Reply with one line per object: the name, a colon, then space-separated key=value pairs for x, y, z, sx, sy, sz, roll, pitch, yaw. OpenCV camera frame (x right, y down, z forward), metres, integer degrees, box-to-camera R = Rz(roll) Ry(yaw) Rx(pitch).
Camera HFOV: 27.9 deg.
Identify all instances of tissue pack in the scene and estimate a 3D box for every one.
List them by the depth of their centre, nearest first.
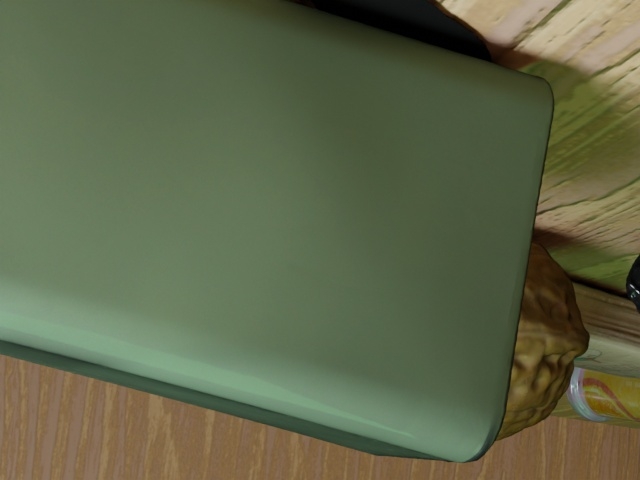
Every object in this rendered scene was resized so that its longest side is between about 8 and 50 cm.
tissue pack: x=0.301 y=0.102 z=1.452 sx=0.325 sy=0.071 sz=0.170 roll=15 pitch=164 yaw=-37

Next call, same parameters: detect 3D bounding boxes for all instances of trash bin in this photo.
trash bin: x=-0.065 y=-0.025 z=0.691 sx=0.343 sy=0.223 sz=0.158 roll=17 pitch=167 yaw=-25

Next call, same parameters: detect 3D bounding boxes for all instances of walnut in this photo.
walnut: x=0.138 y=0.083 z=1.147 sx=0.213 sy=0.213 sz=0.213 roll=7 pitch=169 yaw=1

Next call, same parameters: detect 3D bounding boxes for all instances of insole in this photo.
insole: x=0.030 y=-0.124 z=0.677 sx=0.080 sy=0.003 sz=0.232 roll=2 pitch=167 yaw=27

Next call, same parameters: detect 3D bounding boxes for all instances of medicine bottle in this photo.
medicine bottle: x=0.469 y=0.188 z=1.569 sx=0.108 sy=0.108 sz=0.426 roll=13 pitch=173 yaw=-25

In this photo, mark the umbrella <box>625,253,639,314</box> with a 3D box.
umbrella: x=0.373 y=0.072 z=1.219 sx=0.090 sy=0.094 sz=0.326 roll=-44 pitch=146 yaw=14
